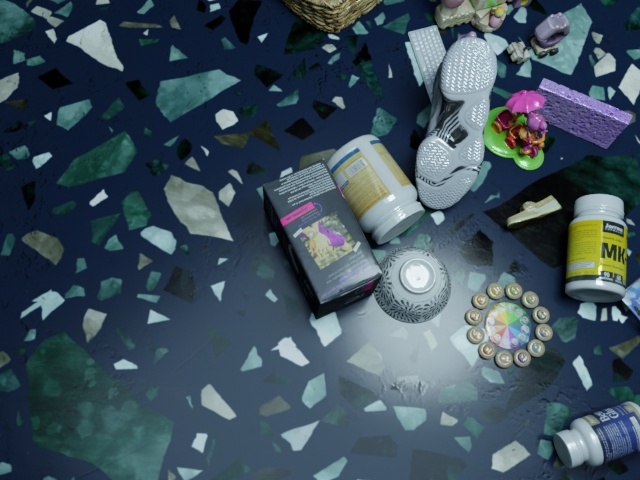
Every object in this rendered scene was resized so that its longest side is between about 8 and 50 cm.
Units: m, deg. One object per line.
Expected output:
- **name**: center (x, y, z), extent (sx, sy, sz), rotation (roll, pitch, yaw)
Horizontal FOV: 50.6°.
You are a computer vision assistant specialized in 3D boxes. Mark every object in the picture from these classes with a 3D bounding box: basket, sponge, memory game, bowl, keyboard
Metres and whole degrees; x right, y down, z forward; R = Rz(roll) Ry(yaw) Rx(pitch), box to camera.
- **basket**: center (-0.006, -0.664, 1.560), extent (0.213, 0.223, 0.299), rotation (-37, 78, -12)
- **sponge**: center (0.573, -0.284, 1.517), extent (0.210, 0.117, 0.031), rotation (26, 72, 6)
- **memory game**: center (0.395, 0.176, 1.422), extent (0.186, 0.012, 0.186), rotation (1, 73, -2)
- **bowl**: center (0.198, 0.082, 1.409), extent (0.170, 0.080, 0.170), rotation (1, 73, -3)
- **keyboard**: center (0.276, -0.391, 1.594), extent (0.072, 0.014, 0.256), rotation (-13, 73, -6)

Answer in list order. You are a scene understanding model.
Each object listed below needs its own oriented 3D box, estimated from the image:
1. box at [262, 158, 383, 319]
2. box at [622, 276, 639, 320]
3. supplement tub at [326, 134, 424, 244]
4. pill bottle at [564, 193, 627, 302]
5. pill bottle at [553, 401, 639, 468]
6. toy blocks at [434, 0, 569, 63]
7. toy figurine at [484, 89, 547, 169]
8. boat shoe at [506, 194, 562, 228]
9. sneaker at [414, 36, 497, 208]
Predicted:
- **box**: center (0.000, 0.000, 1.382), extent (0.143, 0.165, 0.270), rotation (-23, 75, -10)
- **box**: center (0.726, 0.114, 1.438), extent (0.178, 0.042, 0.109), rotation (-34, 76, -11)
- **supplement tub**: center (0.113, -0.107, 1.430), extent (0.144, 0.144, 0.200), rotation (-31, 76, -11)
- **pill bottle**: center (0.581, 0.017, 1.423), extent (0.119, 0.119, 0.209), rotation (9, 73, 1)
- **pill bottle**: center (0.549, 0.384, 1.320), extent (0.169, 0.094, 0.094), rotation (-17, 74, -7)
- **toy blocks**: center (0.410, -0.590, 1.526), extent (0.288, 0.260, 0.309), rotation (-17, 74, -11)
- **toy figurine**: center (0.447, -0.254, 1.482), extent (0.130, 0.159, 0.173), rotation (-33, 77, -11)
- **boat shoe**: center (0.461, -0.063, 1.483), extent (0.135, 0.050, 0.045), rotation (-17, 71, -18)
- **sneaker**: center (0.298, -0.259, 1.486), extent (0.137, 0.210, 0.366), rotation (12, 110, 7)
